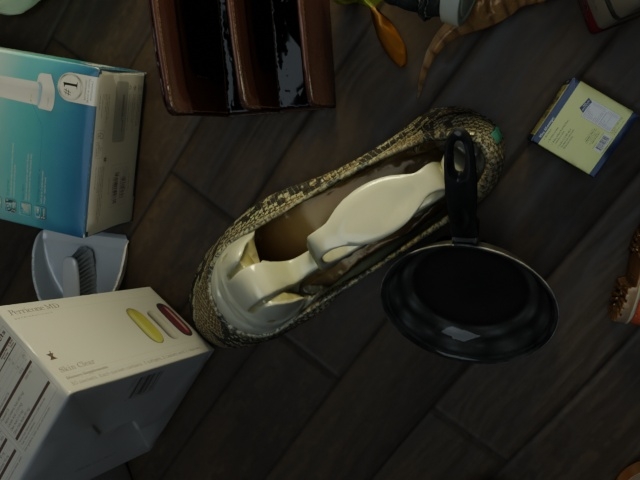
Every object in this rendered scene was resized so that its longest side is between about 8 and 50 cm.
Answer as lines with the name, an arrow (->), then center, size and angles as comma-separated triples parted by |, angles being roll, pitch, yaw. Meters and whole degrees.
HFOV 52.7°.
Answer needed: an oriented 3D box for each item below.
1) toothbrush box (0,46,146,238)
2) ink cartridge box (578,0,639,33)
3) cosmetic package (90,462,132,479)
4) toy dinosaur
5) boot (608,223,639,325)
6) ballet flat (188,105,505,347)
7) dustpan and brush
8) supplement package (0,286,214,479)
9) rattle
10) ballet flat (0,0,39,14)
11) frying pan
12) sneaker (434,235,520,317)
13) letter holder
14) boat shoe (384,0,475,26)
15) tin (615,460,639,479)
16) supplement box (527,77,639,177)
toothbrush box -> -0.404, -0.144, 0.867 | 0.295, 0.126, 0.216 | 11, 104, 10
ink cartridge box -> 0.299, -0.309, 0.616 | 0.100, 0.237, 0.172 | -20, 96, 16
cosmetic package -> -0.359, 0.498, 0.927 | 0.161, 0.230, 0.453 | -15, 97, 15
toy dinosaur -> 0.178, -0.266, 0.744 | 0.211, 0.064, 0.112 | -27, 95, 17
boot -> 0.405, 0.030, 0.754 | 0.084, 0.059, 0.158 | 13, 112, 7
ballet flat -> 0.000, 0.000, 0.773 | 0.482, 0.182, 0.164 | -33, 93, 17
dustpan and brush -> -0.356, 0.093, 0.935 | 0.147, 0.060, 0.211 | 6, 102, 12
supplement package -> -0.303, 0.189, 0.825 | 0.145, 0.262, 0.204 | 39, 107, 19
rattle -> 0.109, -0.331, 0.746 | 0.142, 0.130, 0.200 | 37, 80, -7
ballet flat -> -0.308, -0.418, 0.792 | 0.400, 0.139, 0.139 | -30, 93, 16
frying pan -> 0.134, 0.023, 0.703 | 0.197, 0.053, 0.326 | -14, 125, 33
sneaker -> 0.207, 0.040, 0.794 | 0.170, 0.063, 0.075 | 17, 110, 14
letter holder -> -0.086, -0.296, 0.719 | 0.152, 0.214, 0.302 | -2, 100, 13
boat shoe -> 0.151, -0.361, 0.664 | 0.091, 0.114, 0.303 | 20, 70, 15
tin -> 0.416, 0.369, 0.824 | 0.106, 0.040, 0.190 | 14, 103, 6
supplement box -> 0.299, -0.130, 0.744 | 0.083, 0.056, 0.083 | 33, 106, 5
